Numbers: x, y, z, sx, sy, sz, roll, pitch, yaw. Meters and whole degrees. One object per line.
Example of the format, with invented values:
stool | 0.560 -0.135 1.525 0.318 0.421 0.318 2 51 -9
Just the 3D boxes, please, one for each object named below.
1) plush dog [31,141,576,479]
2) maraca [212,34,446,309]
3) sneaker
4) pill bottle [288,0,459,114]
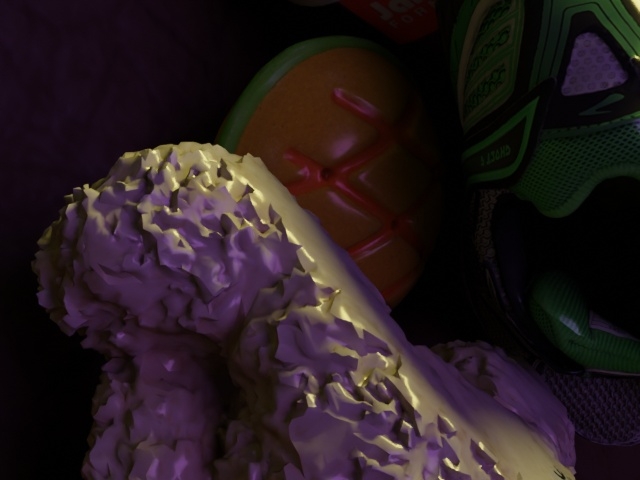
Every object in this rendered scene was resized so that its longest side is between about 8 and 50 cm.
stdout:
plush dog | -0.024 0.131 0.422 0.225 0.210 0.262 -45 126 14
maraca | 0.000 0.000 0.528 0.127 0.099 0.185 -3 108 -35
sneaker | 0.117 0.016 0.526 0.343 0.134 0.146 62 24 -52
pill bottle | 0.087 -0.157 0.564 0.323 0.181 0.181 27 67 -34
